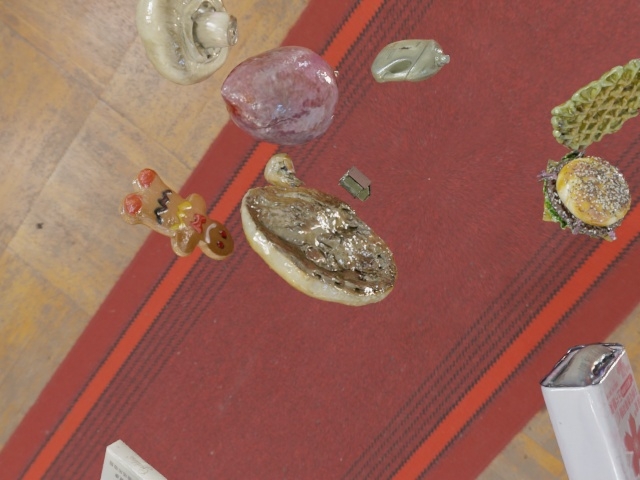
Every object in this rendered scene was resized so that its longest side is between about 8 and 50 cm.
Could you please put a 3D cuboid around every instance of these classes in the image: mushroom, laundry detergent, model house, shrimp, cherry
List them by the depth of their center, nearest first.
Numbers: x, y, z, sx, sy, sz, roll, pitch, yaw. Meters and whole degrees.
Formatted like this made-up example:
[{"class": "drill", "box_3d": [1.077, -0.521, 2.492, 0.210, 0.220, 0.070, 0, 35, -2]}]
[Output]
[{"class": "shrimp", "box_3d": [-0.061, -0.120, 0.947, 0.108, 0.023, 0.059, 20, 93, 46]}, {"class": "cherry", "box_3d": [-0.079, -0.260, 1.007, 0.192, 0.249, 0.175, 6, 100, 41]}, {"class": "model house", "box_3d": [0.093, -0.135, 1.332, 0.083, 0.057, 0.058, 40, 112, -7]}, {"class": "mushroom", "box_3d": [-0.304, -0.502, 1.339, 0.234, 0.260, 0.254, 15, 101, 29]}, {"class": "laundry detergent", "box_3d": [0.297, -0.574, 1.782, 0.253, 0.091, 0.181, 15, 56, 43]}]

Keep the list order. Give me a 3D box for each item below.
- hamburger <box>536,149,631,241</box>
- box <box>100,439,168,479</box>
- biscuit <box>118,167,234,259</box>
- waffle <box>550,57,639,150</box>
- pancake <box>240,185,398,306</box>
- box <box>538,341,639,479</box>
[{"class": "hamburger", "box_3d": [0.493, -0.091, 1.023, 0.164, 0.093, 0.190, 7, 61, -11]}, {"class": "box", "box_3d": [-0.281, 0.399, 0.806, 0.109, 0.029, 0.198, 27, 112, 25]}, {"class": "biscuit", "box_3d": [-0.275, -0.044, 1.124, 0.250, 0.165, 0.036, 35, 129, -27]}, {"class": "waffle", "box_3d": [0.590, -0.278, 1.175, 0.204, 0.223, 0.054, -39, 55, 24]}, {"class": "pancake", "box_3d": [0.000, 0.001, 1.182, 0.387, 0.387, 0.082, 37, 119, 5]}, {"class": "box", "box_3d": [0.497, 0.370, 0.937, 0.112, 0.190, 0.370, -15, 93, 43]}]
